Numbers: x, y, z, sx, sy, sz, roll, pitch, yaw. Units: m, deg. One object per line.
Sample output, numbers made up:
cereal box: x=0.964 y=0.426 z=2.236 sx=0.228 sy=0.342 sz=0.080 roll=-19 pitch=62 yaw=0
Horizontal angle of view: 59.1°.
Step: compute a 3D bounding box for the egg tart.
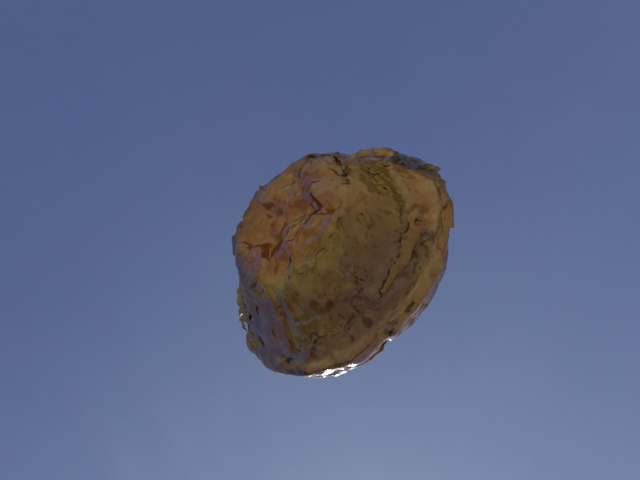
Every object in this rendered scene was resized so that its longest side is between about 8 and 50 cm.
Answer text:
egg tart: x=0.000 y=0.000 z=0.724 sx=0.352 sy=0.150 sz=0.352 roll=-29 pitch=-139 yaw=29
